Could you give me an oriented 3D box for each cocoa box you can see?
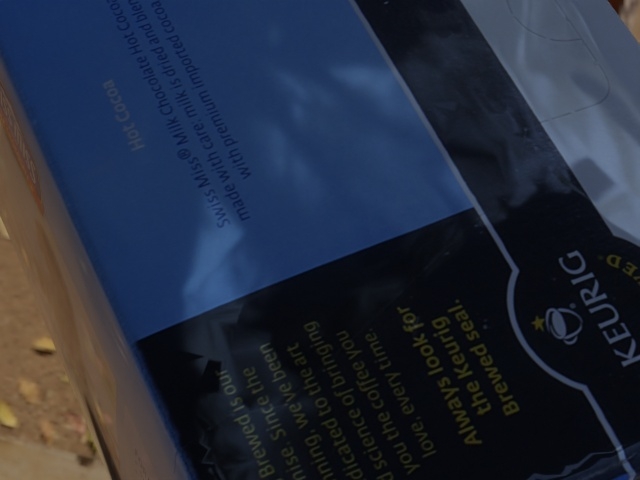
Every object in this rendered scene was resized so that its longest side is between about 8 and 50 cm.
[{"bbox_3d":[0.000,0.000,0.602,0.227,0.347,0.231,-20,152,-16],"label":"cocoa box"}]
